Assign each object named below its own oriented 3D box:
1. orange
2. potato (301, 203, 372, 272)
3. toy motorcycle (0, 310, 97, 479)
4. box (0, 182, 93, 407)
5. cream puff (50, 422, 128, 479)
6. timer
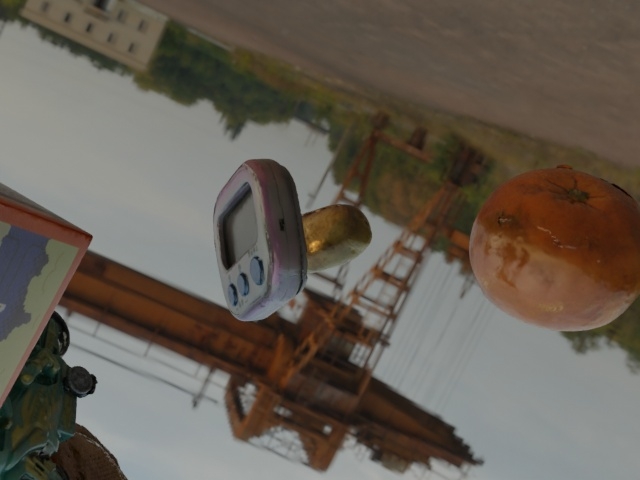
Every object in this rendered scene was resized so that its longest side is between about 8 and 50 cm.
[{"bbox_3d":[0.375,0.015,1.570,0.284,0.226,0.284,2,-146,-1],"label":"orange"},{"bbox_3d":[0.000,0.000,1.594,0.080,0.170,0.107,42,-148,-51],"label":"potato"},{"bbox_3d":[-0.388,0.197,1.243,0.198,0.109,0.296,32,-140,-39],"label":"toy motorcycle"},{"bbox_3d":[-0.492,0.035,1.031,0.349,0.318,0.257,29,176,17],"label":"box"},{"bbox_3d":[-0.384,0.398,1.410,0.303,0.212,0.303,-25,-90,-87],"label":"cream puff"},{"bbox_3d":[-0.081,0.001,1.324,0.069,0.190,0.208,-4,163,-24],"label":"timer"}]
